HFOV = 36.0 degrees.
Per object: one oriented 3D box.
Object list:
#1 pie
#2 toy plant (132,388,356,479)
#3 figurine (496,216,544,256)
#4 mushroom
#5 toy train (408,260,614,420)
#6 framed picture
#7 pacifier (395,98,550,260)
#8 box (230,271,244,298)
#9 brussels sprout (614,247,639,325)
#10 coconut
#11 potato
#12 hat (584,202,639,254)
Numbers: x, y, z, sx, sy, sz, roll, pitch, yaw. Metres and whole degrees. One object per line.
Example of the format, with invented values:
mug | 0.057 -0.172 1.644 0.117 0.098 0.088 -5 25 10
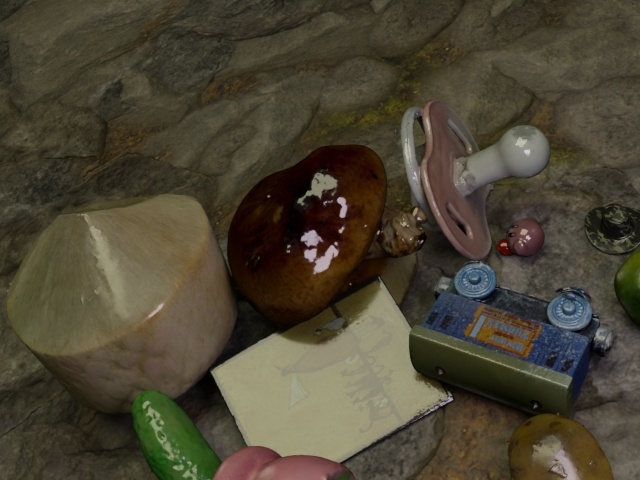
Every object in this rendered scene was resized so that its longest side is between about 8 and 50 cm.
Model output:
pie | 0.025 0.060 1.816 0.315 0.092 0.315 -13 47 14
toy plant | -0.121 0.386 1.472 0.356 0.211 0.317 -2 89 35
figurine | 0.364 -0.006 1.748 0.067 0.071 0.083 34 70 -5
mushroom | 0.000 0.000 1.703 0.345 0.260 0.345 -43 29 31
toy train | 0.300 0.160 1.564 0.300 0.131 0.202 16 55 28
framed picture | 0.014 0.239 1.644 0.339 0.014 0.255 -29 66 -3
pacifier | 0.265 -0.121 1.772 0.273 0.220 0.332 5 49 4
box | -0.136 0.072 1.907 0.083 0.035 0.079 -5 48 18
brussels sprout | 0.541 0.075 1.566 0.155 0.117 0.155 3 41 -2
coconut | -0.337 0.088 1.715 0.345 0.415 0.415 9 54 31
potato | 0.341 0.328 1.411 0.137 0.137 0.176 -32 50 -8
hat | 0.515 -0.035 1.722 0.121 0.050 0.121 -14 44 14
